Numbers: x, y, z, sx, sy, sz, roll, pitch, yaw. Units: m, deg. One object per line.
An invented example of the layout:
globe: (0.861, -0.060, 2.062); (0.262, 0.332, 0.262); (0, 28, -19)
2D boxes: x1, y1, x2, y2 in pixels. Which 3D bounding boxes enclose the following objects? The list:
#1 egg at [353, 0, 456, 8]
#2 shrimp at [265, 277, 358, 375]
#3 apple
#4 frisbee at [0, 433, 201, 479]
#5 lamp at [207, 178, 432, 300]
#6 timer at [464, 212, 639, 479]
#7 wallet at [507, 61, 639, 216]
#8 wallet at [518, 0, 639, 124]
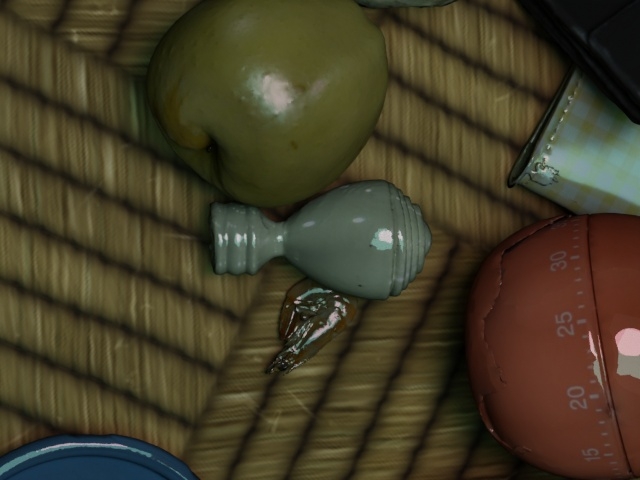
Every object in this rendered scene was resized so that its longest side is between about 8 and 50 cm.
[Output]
egg: (0.068, -0.260, 1.260); (0.181, 0.141, 0.141); (-11, 97, -4)
shrimp: (-0.016, 0.072, 1.326); (0.108, 0.023, 0.059); (-39, 92, -8)
apple: (-0.042, -0.121, 1.225); (0.200, 0.200, 0.200); (-1, 94, -14)
frisbee: (-0.205, 0.305, 1.281); (0.289, 0.049, 0.290); (-1, 93, -17)
lamp: (0.000, 0.000, 1.289); (0.192, 0.106, 0.106); (-1, 94, -3)
timer: (0.237, 0.089, 1.280); (0.214, 0.229, 0.230); (-4, 96, 16)
wallet: (0.353, -0.072, 1.378); (0.309, 0.077, 0.223); (29, 87, -10)
wallet: (0.375, -0.286, 1.321); (0.406, 0.062, 0.228); (-34, 64, -7)
